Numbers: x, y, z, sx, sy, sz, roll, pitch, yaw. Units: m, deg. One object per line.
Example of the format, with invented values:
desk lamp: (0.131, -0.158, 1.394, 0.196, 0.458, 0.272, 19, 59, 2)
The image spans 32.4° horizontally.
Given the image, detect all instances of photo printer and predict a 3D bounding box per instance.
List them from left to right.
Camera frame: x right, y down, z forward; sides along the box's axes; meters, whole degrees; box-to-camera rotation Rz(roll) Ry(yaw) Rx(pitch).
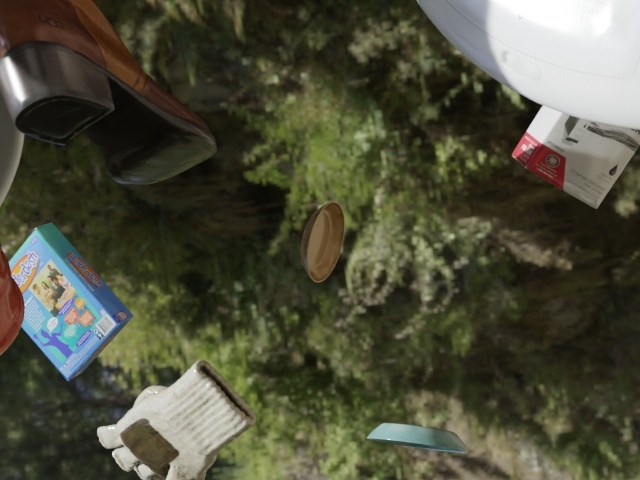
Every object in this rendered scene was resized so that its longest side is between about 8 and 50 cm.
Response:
photo printer: (0.208, -0.241, 0.760, 0.107, 0.256, 0.307, 0, -61, -48)

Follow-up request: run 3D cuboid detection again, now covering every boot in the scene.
boot: (-0.208, -0.198, 0.959, 0.264, 0.096, 0.280, 14, -128, -57)

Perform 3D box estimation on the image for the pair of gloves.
pair of gloves: (-0.088, 0.233, 0.999, 0.240, 0.204, 0.042, 52, -131, -5)

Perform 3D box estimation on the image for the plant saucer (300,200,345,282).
plant saucer: (0.000, 0.000, 1.104, 0.083, 0.015, 0.083, -43, -40, -51)

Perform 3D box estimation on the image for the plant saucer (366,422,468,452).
plant saucer: (0.114, 0.230, 1.290, 0.119, 0.119, 0.021, 42, -125, -70)

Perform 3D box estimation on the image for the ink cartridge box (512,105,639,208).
ink cartridge box: (0.286, -0.118, 1.174, 0.135, 0.099, 0.056, -59, 15, 13)

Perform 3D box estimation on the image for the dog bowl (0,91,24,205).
dog bowl: (-0.397, -0.084, 0.971, 0.265, 0.104, 0.265, -43, -30, -34)

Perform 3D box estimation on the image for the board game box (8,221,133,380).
board game box: (-0.428, 0.101, 1.807, 0.210, 0.160, 0.047, 48, -153, 5)

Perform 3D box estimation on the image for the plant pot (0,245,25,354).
plant pot: (-0.513, -0.003, 1.356, 0.272, 0.272, 0.265, -82, 0, -51)
